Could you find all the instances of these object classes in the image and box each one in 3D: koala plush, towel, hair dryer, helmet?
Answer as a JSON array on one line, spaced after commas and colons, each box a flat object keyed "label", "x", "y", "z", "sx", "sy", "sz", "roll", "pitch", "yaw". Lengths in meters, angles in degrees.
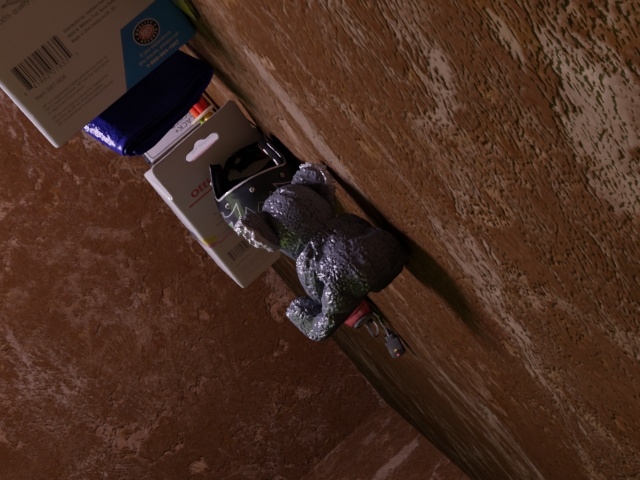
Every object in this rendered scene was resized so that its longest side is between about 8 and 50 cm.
[{"label": "koala plush", "x": 0.000, "y": 0.000, "z": 1.474, "sx": 0.221, "sy": 0.196, "sz": 0.203, "roll": 48, "pitch": 162, "yaw": 9}, {"label": "towel", "x": -0.365, "y": -0.279, "z": 1.715, "sx": 0.308, "sy": 0.227, "sz": 0.076, "roll": 33, "pitch": 152, "yaw": 21}, {"label": "hair dryer", "x": 0.063, "y": 0.152, "z": 2.290, "sx": 0.293, "sy": 0.080, "sz": 0.223, "roll": 52, "pitch": 173, "yaw": -22}, {"label": "helmet", "x": -0.103, "y": -0.082, "z": 1.695, "sx": 0.161, "sy": 0.169, "sz": 0.169, "roll": 63, "pitch": -177, "yaw": 37}, {"label": "towel", "x": -0.210, "y": -0.358, "z": 1.457, "sx": 0.083, "sy": 0.009, "sz": 0.060, "roll": 43, "pitch": 172, "yaw": 42}]

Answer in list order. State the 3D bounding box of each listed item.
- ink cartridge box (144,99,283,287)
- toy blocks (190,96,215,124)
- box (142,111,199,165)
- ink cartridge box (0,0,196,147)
[{"label": "ink cartridge box", "x": -0.177, "y": -0.100, "z": 1.851, "sx": 0.119, "sy": 0.207, "sz": 0.353, "roll": 39, "pitch": 168, "yaw": 46}, {"label": "toy blocks", "x": -0.251, "y": -0.271, "z": 2.006, "sx": 0.148, "sy": 0.054, "sz": 0.123, "roll": 50, "pitch": 173, "yaw": -10}, {"label": "box", "x": -0.404, "y": -0.327, "z": 2.193, "sx": 0.290, "sy": 0.169, "sz": 0.087, "roll": 51, "pitch": 171, "yaw": -6}, {"label": "ink cartridge box", "x": -0.424, "y": -0.387, "z": 1.477, "sx": 0.395, "sy": 0.285, "sz": 0.166, "roll": 54, "pitch": 172, "yaw": -36}]
